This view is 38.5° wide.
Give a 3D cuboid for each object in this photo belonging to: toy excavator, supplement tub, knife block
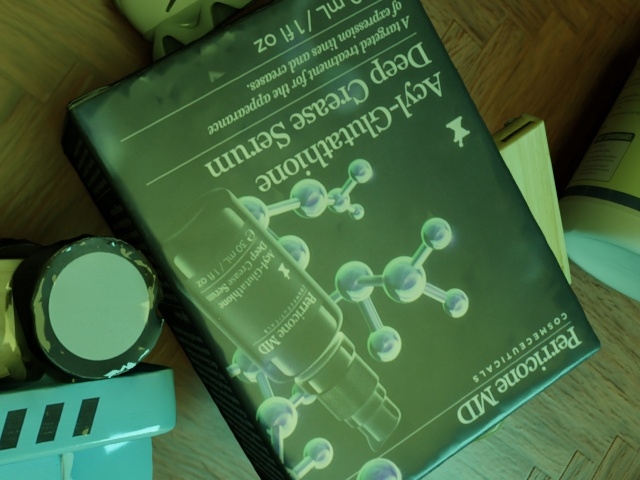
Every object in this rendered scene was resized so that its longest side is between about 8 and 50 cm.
[{"bbox_3d":[-0.217,0.218,0.749,0.432,0.222,0.446,-1,91,-40],"label":"toy excavator"},{"bbox_3d":[0.439,-0.096,1.063,0.235,0.235,0.325,34,82,-27],"label":"supplement tub"},{"bbox_3d":[0.210,0.026,0.969,0.088,0.276,0.242,-34,82,-19],"label":"knife block"}]

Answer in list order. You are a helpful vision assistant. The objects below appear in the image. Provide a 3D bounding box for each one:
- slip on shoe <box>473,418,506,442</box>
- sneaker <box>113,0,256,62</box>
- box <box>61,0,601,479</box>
[{"bbox_3d":[0.169,0.219,1.084,0.135,0.041,0.052,3,97,-28],"label":"slip on shoe"},{"bbox_3d":[-0.051,-0.295,0.786,0.330,0.122,0.146,-30,106,13],"label":"sneaker"},{"bbox_3d":[0.000,0.000,0.813,0.293,0.212,0.396,-32,98,-15],"label":"box"}]
